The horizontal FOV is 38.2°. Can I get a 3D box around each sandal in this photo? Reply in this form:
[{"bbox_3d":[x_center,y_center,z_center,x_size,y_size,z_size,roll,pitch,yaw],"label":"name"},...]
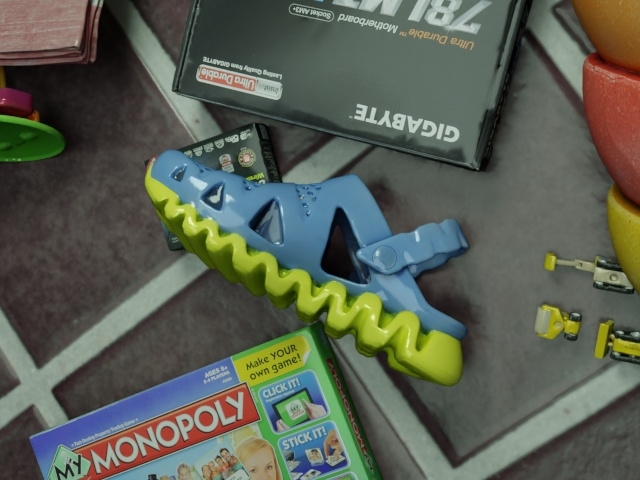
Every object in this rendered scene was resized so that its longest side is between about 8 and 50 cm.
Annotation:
[{"bbox_3d":[0.000,0.000,0.802,0.317,0.126,0.138,28,80,-2],"label":"sandal"}]

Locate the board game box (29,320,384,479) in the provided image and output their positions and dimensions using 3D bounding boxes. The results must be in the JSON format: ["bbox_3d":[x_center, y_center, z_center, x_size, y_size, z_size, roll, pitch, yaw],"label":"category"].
[{"bbox_3d":[-0.106,0.233,0.887,0.317,0.046,0.213,-23,86,16],"label":"board game box"}]

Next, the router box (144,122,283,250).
[{"bbox_3d":[-0.098,-0.050,0.879,0.123,0.038,0.092,-18,88,16],"label":"router box"}]

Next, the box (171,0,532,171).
[{"bbox_3d":[0.041,-0.236,0.818,0.296,0.073,0.293,17,95,16],"label":"box"}]

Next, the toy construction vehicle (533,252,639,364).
[{"bbox_3d":[0.237,0.056,0.791,0.098,0.035,0.085,8,105,19],"label":"toy construction vehicle"}]

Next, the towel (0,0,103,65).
[{"bbox_3d":[-0.292,-0.307,0.878,0.237,0.037,0.328,1,70,17],"label":"towel"}]

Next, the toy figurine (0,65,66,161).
[{"bbox_3d":[-0.332,-0.168,0.925,0.173,0.130,0.159,-13,73,40],"label":"toy figurine"}]

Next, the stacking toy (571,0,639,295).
[{"bbox_3d":[0.309,-0.043,0.659,0.351,0.350,0.479,8,110,16],"label":"stacking toy"}]
